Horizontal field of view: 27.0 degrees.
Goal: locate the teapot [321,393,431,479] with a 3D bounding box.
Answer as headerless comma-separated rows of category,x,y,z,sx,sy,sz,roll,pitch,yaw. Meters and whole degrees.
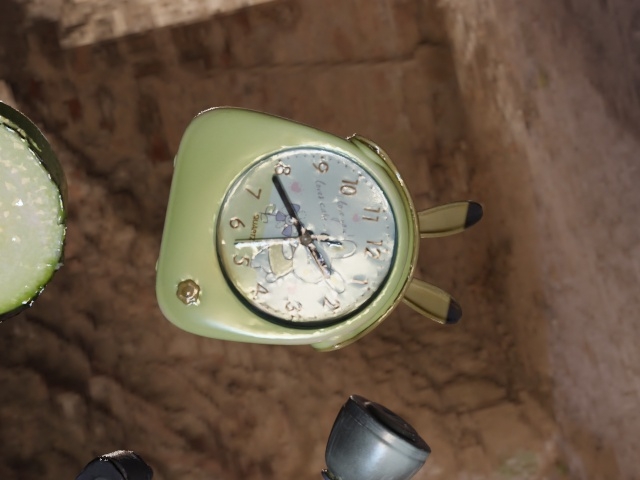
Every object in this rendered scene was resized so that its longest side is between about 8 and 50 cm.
teapot,0.050,0.237,1.496,0.111,0.108,0.149,35,-176,-9

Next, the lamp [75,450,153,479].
lamp,-0.294,0.429,1.493,0.272,0.374,0.205,58,-159,13

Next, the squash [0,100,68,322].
squash,-0.310,-0.038,1.143,0.133,0.220,0.220,-78,-22,-61

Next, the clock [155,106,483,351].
clock,0.000,0.000,0.992,0.069,0.232,0.170,-36,-43,-88
